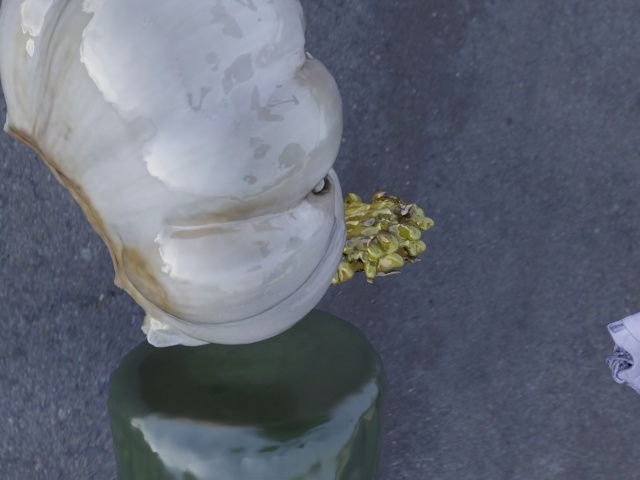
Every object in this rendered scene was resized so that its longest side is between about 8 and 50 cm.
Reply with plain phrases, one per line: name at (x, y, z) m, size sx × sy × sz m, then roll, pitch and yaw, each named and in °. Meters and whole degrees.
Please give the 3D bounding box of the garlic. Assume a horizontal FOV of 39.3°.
garlic at (-0.071, -0.084, 0.569) m, size 0.203 × 0.185 × 0.281 m, roll -36°, pitch 85°, yaw -32°

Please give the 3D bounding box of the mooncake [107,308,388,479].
mooncake at (-0.090, 0.236, 1.154) m, size 0.356 × 0.356 × 0.194 m, roll -13°, pitch 117°, yaw -21°

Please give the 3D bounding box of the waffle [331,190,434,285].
waffle at (0.000, 0.000, 0.968) m, size 0.229 × 0.232 × 0.051 m, roll -24°, pitch 112°, yaw -28°

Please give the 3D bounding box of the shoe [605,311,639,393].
shoe at (0.495, 0.197, 1.337) m, size 0.138 × 0.245 × 0.095 m, roll -7°, pitch 33°, yaw 5°
